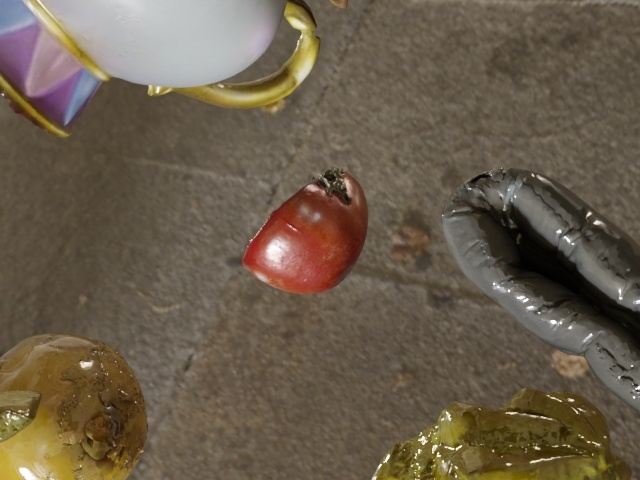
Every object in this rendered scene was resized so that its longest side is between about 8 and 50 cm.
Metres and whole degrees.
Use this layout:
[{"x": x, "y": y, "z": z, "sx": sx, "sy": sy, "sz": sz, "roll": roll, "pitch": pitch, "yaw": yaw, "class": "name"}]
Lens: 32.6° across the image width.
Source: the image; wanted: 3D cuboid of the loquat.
[{"x": -0.335, "y": 0.231, "z": 1.395, "sx": 0.235, "sy": 0.235, "sz": 0.235, "roll": -15, "pitch": 55, "yaw": 23, "class": "loquat"}]

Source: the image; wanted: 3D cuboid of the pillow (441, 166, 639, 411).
[{"x": 0.230, "y": 0.081, "z": 0.754, "sx": 0.101, "sy": 0.228, "sz": 0.326, "roll": -45, "pitch": 73, "yaw": 7, "class": "pillow"}]

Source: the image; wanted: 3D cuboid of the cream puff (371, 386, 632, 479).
[{"x": 0.219, "y": 0.329, "z": 1.283, "sx": 0.323, "sy": 0.270, "sz": 0.274, "roll": -6, "pitch": 67, "yaw": -16, "class": "cream puff"}]

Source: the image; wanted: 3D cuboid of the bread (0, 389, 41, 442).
[{"x": -0.369, "y": 0.193, "z": 1.106, "sx": 0.187, "sy": 0.149, "sz": 0.065, "roll": -9, "pitch": 96, "yaw": 29, "class": "bread"}]

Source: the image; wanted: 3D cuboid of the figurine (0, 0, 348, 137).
[{"x": -0.012, "y": -0.150, "z": 0.362, "sx": 0.263, "sy": 0.189, "sz": 0.142, "roll": -36, "pitch": 46, "yaw": 0, "class": "figurine"}]

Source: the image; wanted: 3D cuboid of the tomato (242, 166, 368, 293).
[{"x": 0.000, "y": 0.000, "z": 1.137, "sx": 0.091, "sy": 0.159, "sz": 0.139, "roll": 43, "pitch": 118, "yaw": 6, "class": "tomato"}]
